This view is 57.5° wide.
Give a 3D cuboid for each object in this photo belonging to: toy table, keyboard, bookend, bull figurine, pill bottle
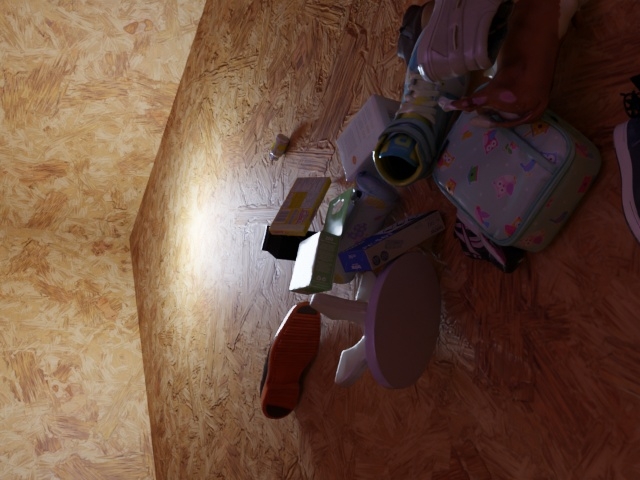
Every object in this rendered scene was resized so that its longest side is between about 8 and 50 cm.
[{"bbox_3d":[0.121,0.162,1.162,0.161,0.252,0.274,-18,34,48],"label":"toy table"},{"bbox_3d":[0.441,-0.184,0.748,0.100,0.192,0.038,-15,109,26],"label":"keyboard"},{"bbox_3d":[-0.053,0.023,1.551,0.156,0.157,0.072,34,113,58],"label":"bookend"},{"bbox_3d":[0.314,-0.306,0.932,0.188,0.101,0.310,-2,55,43],"label":"bull figurine"},{"bbox_3d":[-0.135,-0.298,1.877,0.083,0.043,0.043,-60,37,34],"label":"pill bottle"}]

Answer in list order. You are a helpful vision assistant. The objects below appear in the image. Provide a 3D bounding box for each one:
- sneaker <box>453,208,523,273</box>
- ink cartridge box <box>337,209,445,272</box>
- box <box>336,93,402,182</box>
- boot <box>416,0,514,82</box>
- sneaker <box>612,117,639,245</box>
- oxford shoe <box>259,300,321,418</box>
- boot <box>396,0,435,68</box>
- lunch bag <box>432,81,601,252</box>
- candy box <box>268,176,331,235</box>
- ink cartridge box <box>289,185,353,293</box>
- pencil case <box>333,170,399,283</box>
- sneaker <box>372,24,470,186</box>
[{"bbox_3d":[0.298,0.008,1.053,0.178,0.072,0.077,-112,28,-53],"label":"sneaker"},{"bbox_3d":[0.144,0.001,1.171,0.097,0.207,0.046,-10,104,59],"label":"ink cartridge box"},{"bbox_3d":[0.127,-0.230,1.361,0.170,0.091,0.130,-47,45,45],"label":"box"},{"bbox_3d":[0.244,-0.358,0.908,0.123,0.095,0.258,2,65,38],"label":"boot"},{"bbox_3d":[0.472,-0.086,0.737,0.163,0.086,0.226,-34,54,56],"label":"sneaker"},{"bbox_3d":[-0.100,0.309,1.604,0.364,0.130,0.133,-69,25,19],"label":"oxford shoe"},{"bbox_3d":[0.219,-0.395,1.280,0.207,0.090,0.248,-125,46,-66],"label":"boot"},{"bbox_3d":[0.319,-0.136,0.991,0.224,0.107,0.279,-65,34,28],"label":"lunch bag"},{"bbox_3d":[-0.052,-0.095,1.560,0.105,0.027,0.206,5,49,27],"label":"candy box"},{"bbox_3d":[0.000,0.000,1.301,0.171,0.056,0.235,154,129,-70],"label":"ink cartridge box"},{"bbox_3d":[0.079,-0.024,1.369,0.113,0.124,0.273,35,124,12],"label":"pencil case"},{"bbox_3d":[0.190,-0.245,1.100,0.127,0.208,0.319,15,117,22],"label":"sneaker"}]
